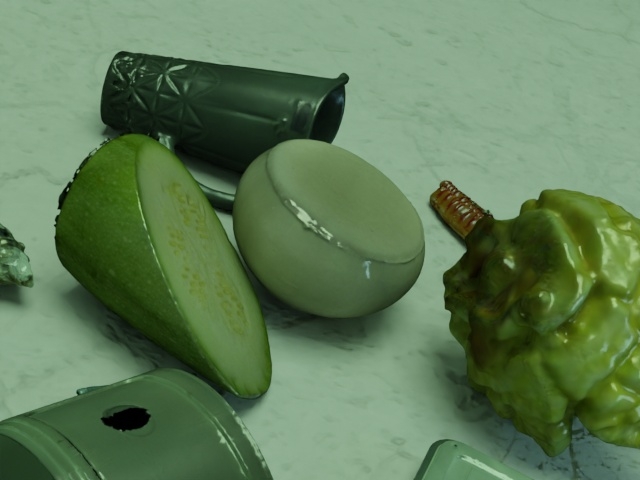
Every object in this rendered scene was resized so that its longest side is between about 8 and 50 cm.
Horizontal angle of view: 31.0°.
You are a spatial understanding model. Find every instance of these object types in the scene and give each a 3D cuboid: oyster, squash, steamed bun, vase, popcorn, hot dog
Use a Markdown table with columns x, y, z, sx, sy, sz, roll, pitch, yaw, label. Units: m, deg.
| x | y | z | sx | sy | sz | roll | pitch | yaw | label |
| --- | --- | --- | --- | --- | --- | --- | --- | --- | --- |
| -0.382 | 0.002 | 1.214 | 0.177 | 0.064 | 0.125 | 11 | 38 | -8 | oyster |
| -0.129 | 0.021 | 1.199 | 0.261 | 0.189 | 0.189 | 30 | 35 | 24 | squash |
| 0.000 | 0.000 | 1.326 | 0.232 | 0.145 | 0.231 | 25 | 32 | -17 | steamed bun |
| -0.133 | -0.156 | 1.505 | 0.301 | 0.156 | 0.251 | 15 | 59 | 3 | vase |
| 0.262 | 0.090 | 1.233 | 0.237 | 0.293 | 0.293 | 20 | 29 | -32 | popcorn |
| 0.199 | -0.033 | 1.566 | 0.062 | 0.038 | 0.144 | -6 | 41 | -32 | hot dog |

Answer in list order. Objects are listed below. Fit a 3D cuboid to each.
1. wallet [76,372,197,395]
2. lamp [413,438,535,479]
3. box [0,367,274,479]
| x | y | z | sx | sy | sz | roll | pitch | yaw | label |
| --- | --- | --- | --- | --- | --- | --- | --- | --- | --- |
| -0.163 | 0.172 | 1.108 | 0.129 | 0.026 | 0.088 | -5 | 44 | -33 | wallet |
| 0.183 | 0.319 | 1.048 | 0.269 | 0.047 | 0.266 | 26 | 34 | 9 | lamp |
| -0.150 | 0.223 | 0.860 | 0.149 | 0.226 | 0.226 | -16 | 47 | -41 | box |
